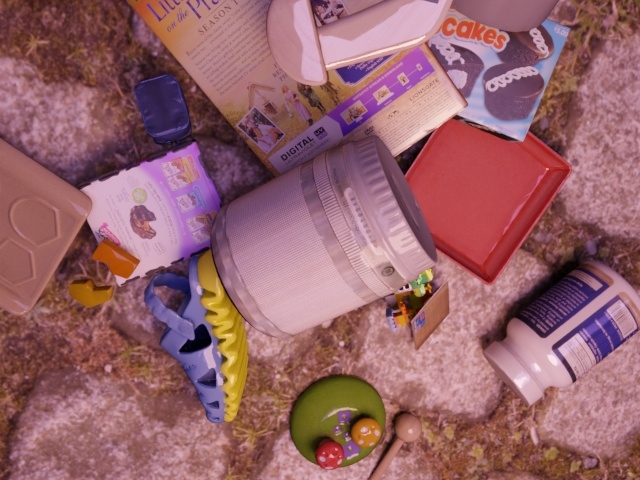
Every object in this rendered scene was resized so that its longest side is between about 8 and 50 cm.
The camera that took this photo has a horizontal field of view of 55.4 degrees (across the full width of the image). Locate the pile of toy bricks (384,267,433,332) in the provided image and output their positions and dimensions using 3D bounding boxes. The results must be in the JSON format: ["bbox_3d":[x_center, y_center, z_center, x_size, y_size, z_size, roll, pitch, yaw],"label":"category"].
[{"bbox_3d":[0.144,0.053,1.026,0.105,0.118,0.212,-16,111,11],"label":"pile of toy bricks"}]

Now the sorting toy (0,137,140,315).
[{"bbox_3d":[-0.434,-0.002,0.902,0.307,0.041,0.229,35,108,-10],"label":"sorting toy"}]

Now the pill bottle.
[{"bbox_3d":[0.439,0.170,1.109,0.264,0.153,0.153,-37,108,-1],"label":"pill bottle"}]

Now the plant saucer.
[{"bbox_3d":[0.268,-0.091,1.062,0.259,0.048,0.258,32,95,-17],"label":"plant saucer"}]

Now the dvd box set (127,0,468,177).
[{"bbox_3d":[-0.029,-0.279,0.891,0.307,0.062,0.420,-34,108,20],"label":"dvd box set"}]

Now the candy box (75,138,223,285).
[{"bbox_3d":[-0.253,-0.045,0.948,0.196,0.070,0.165,-22,107,-7],"label":"candy box"}]

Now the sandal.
[{"bbox_3d":[-0.194,0.157,0.982,0.138,0.126,0.317,-4,113,3],"label":"sandal"}]

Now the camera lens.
[{"bbox_3d":[0.000,0.000,0.870,0.274,0.219,0.219,-26,109,17],"label":"camera lens"}]

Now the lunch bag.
[{"bbox_3d":[-0.232,-0.191,0.916,0.067,0.065,0.098,-15,89,-6],"label":"lunch bag"}]

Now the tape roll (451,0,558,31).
[{"bbox_3d":[0.256,-0.407,0.898,0.219,0.219,0.072,8,144,-14],"label":"tape roll"}]

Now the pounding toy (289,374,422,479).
[{"bbox_3d":[0.065,0.360,1.096,0.237,0.110,0.183,31,96,-17],"label":"pounding toy"}]

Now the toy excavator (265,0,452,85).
[{"bbox_3d":[0.179,-0.375,0.713,0.433,0.222,0.445,12,105,0],"label":"toy excavator"}]

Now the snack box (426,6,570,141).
[{"bbox_3d":[0.201,-0.300,0.955,0.322,0.060,0.187,21,96,-4],"label":"snack box"}]

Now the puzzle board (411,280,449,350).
[{"bbox_3d":[0.192,0.133,1.069,0.096,0.011,0.128,-45,150,-15],"label":"puzzle board"}]
